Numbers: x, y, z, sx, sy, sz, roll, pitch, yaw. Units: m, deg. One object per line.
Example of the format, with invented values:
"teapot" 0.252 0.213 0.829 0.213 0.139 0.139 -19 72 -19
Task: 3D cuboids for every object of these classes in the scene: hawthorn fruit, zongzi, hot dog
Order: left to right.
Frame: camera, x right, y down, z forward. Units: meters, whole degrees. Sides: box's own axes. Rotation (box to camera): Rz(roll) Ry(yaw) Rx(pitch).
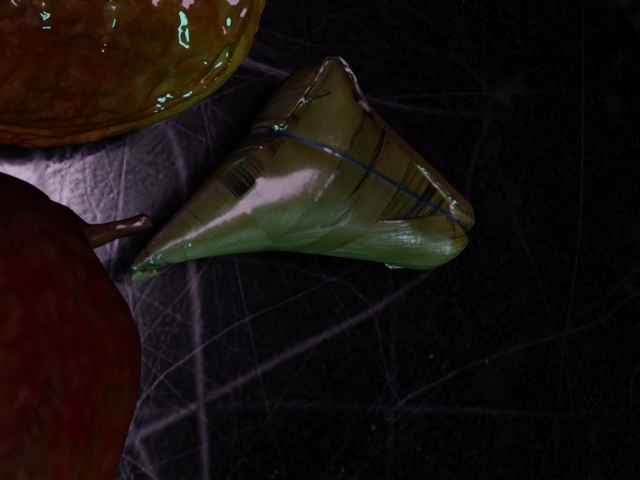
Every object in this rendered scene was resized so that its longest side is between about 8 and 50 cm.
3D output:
"hawthorn fruit" -0.265 0.085 0.490 0.308 0.308 0.324 22 62 -30
"hot dog" -0.237 -0.213 0.622 0.388 0.174 0.266 -6 85 -25
"zongzi" 0.000 0.000 0.775 0.260 0.123 0.289 44 62 -20
